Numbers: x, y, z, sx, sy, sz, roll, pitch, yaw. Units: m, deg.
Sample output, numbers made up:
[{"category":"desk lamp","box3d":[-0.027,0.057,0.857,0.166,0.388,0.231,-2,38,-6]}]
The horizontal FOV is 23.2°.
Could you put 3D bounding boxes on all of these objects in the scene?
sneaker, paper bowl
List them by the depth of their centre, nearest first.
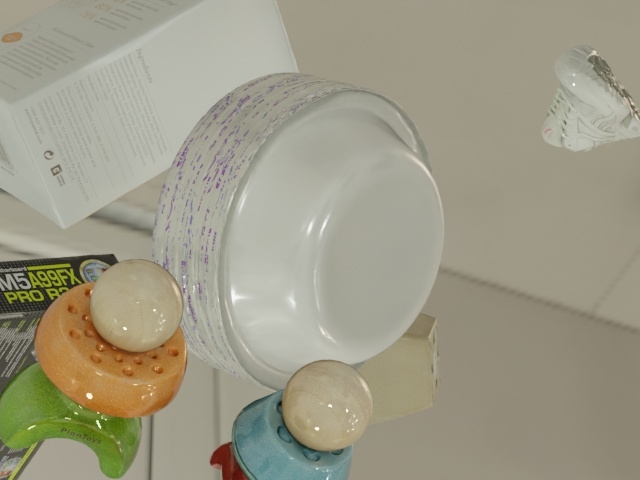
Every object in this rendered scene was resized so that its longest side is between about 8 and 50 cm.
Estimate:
[{"category":"paper bowl","box3d":[0.000,0.000,1.391,0.148,0.284,0.284,18,144,39]},{"category":"sneaker","box3d":[0.316,-0.155,1.887,0.115,0.090,0.232,-30,153,15]}]

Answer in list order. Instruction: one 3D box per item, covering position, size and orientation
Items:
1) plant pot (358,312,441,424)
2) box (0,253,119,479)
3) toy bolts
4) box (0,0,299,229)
[{"category":"plant pot","box3d":[0.070,0.122,1.577,0.096,0.109,0.109,-2,104,12]},{"category":"box","box3d":[-0.308,0.127,1.347,0.216,0.060,0.270,-5,141,-48]},{"category":"toy bolts","box3d":[-0.078,0.134,1.000,0.228,0.218,0.158,18,129,-21]},{"category":"box","box3d":[-0.232,-0.191,1.824,0.345,0.215,0.168,-32,122,-22]}]
